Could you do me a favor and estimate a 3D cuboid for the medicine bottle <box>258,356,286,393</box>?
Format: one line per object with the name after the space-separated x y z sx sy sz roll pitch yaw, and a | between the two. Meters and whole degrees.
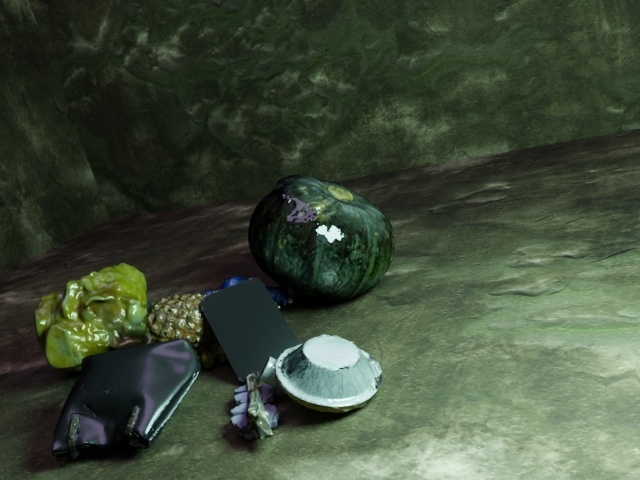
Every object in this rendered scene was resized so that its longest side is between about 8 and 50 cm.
-0.087 0.306 1.463 0.091 0.058 0.058 28 16 -6 | medicine bottle

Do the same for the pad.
-0.177 0.224 1.660 0.181 0.267 0.004 -22 -27 -21 | pad

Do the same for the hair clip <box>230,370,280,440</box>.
-0.145 0.355 1.414 0.106 0.084 0.292 -20 11 -5 | hair clip

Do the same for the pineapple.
-0.281 0.193 1.740 0.341 0.169 0.169 -16 16 -4 | pineapple

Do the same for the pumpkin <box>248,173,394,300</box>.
0.000 0.000 1.953 0.455 0.343 0.454 19 17 -6 | pumpkin

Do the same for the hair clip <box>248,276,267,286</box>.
-0.280 0.194 2.097 0.257 0.075 0.146 -31 38 -25 | hair clip

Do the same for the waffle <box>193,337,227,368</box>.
-0.320 0.292 1.810 0.229 0.057 0.219 -12 17 7 | waffle

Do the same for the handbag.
-0.454 0.379 1.512 0.342 0.152 0.288 -14 27 18 | handbag

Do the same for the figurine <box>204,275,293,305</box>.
-0.217 0.165 1.959 0.262 0.120 0.164 -4 7 -6 | figurine

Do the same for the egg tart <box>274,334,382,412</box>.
0.018 0.272 1.397 0.234 0.094 0.234 4 26 -2 | egg tart

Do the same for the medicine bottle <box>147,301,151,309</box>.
-0.562 0.261 2.112 0.124 0.079 0.258 -21 17 -29 | medicine bottle

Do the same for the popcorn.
-0.669 0.246 1.948 0.334 0.292 0.293 -22 4 1 | popcorn
